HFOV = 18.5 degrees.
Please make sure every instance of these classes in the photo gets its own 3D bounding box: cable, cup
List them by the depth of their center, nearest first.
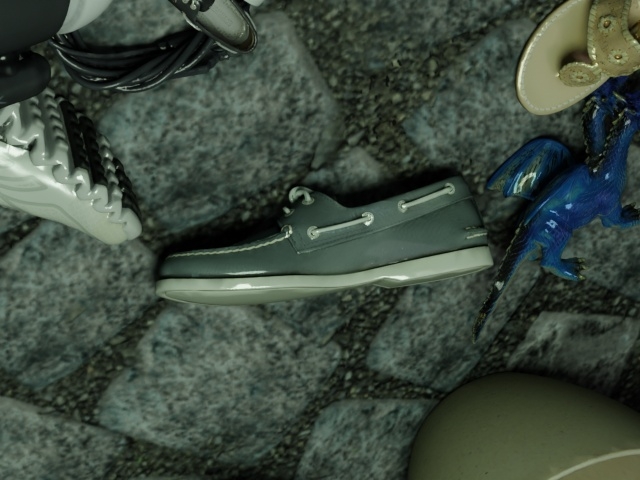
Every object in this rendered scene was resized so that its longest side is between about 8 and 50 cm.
[{"bbox_3d":[-0.140,-0.195,1.601,0.184,0.047,0.150,-9,127,-20],"label":"cable"},{"bbox_3d":[0.217,0.270,1.997,0.331,0.237,0.331,-13,128,-17],"label":"cup"}]

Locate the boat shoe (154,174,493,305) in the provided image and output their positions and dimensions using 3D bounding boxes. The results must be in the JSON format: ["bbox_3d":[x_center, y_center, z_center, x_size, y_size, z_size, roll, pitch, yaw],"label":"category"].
[{"bbox_3d":[0.000,0.000,1.806,0.319,0.116,0.099,-6,83,-15],"label":"boat shoe"}]

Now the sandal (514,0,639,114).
[{"bbox_3d":[0.281,-0.197,1.778,0.240,0.079,0.088,-39,113,2],"label":"sandal"}]

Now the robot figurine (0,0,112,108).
[{"bbox_3d":[-0.275,-0.210,1.423,0.278,0.173,0.209,-21,151,-31],"label":"robot figurine"}]

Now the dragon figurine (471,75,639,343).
[{"bbox_3d":[0.220,-0.041,1.868,0.289,0.085,0.144,-38,130,-3],"label":"dragon figurine"}]

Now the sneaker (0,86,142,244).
[{"bbox_3d":[-0.269,-0.076,1.596,0.118,0.110,0.292,-43,123,17],"label":"sneaker"}]

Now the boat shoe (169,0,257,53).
[{"bbox_3d":[-0.095,-0.193,1.578,0.046,0.038,0.125,-44,130,0],"label":"boat shoe"}]

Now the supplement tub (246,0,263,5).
[{"bbox_3d":[-0.002,-0.354,1.428,0.325,0.235,0.235,-44,131,9],"label":"supplement tub"}]
